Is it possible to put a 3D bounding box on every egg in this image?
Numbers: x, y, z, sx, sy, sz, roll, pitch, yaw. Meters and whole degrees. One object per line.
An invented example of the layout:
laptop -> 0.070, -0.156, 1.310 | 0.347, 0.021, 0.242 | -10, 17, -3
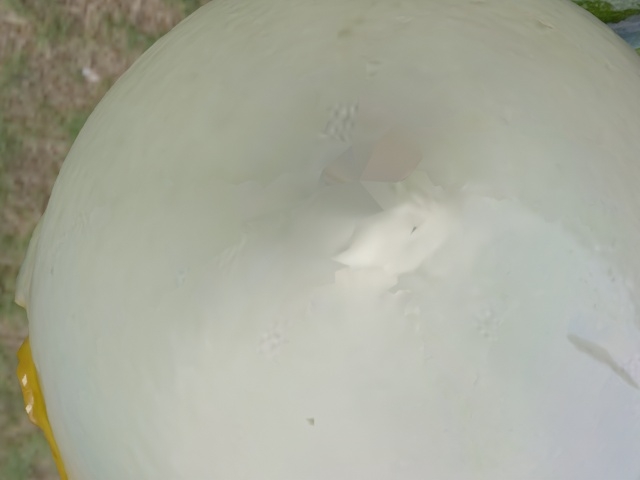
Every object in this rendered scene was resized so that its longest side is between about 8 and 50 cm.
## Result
egg -> 0.003, -0.003, 0.554 | 0.286, 0.264, 0.174 | 26, 167, 29

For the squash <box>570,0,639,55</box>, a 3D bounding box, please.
squash -> 0.131, -0.109, 0.705 | 0.229, 0.066, 0.066 | -9, 135, 8
